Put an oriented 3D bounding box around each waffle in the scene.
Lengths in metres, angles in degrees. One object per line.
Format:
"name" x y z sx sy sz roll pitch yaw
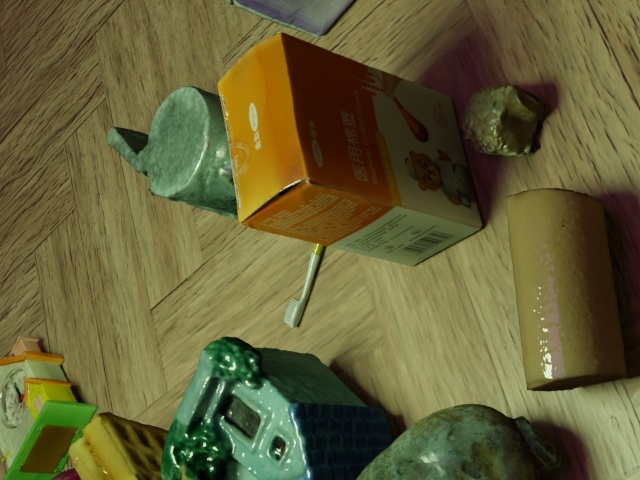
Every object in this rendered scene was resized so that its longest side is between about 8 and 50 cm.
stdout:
"waffle" -0.240 0.418 1.860 0.098 0.224 0.328 -52 46 13

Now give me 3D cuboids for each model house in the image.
"model house" -0.029 0.343 1.649 0.329 0.251 0.295 36 107 39

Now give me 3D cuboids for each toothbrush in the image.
"toothbrush" 0.000 0.000 1.855 0.024 0.021 0.288 26 99 38

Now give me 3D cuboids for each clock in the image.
"clock" -0.570 0.323 2.329 0.220 0.106 0.255 -59 44 19

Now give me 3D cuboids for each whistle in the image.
"whistle" -0.217 -0.133 2.022 0.404 0.168 0.188 -12 70 50

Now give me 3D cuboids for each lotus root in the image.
"lotus root" 0.122 0.325 1.463 0.349 0.175 0.175 -38 49 1

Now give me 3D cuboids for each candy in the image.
"candy" 0.241 -0.160 1.599 0.110 0.085 0.095 25 90 59

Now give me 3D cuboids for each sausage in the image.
"sausage" 0.294 0.053 1.446 0.123 0.123 0.253 -21 66 43

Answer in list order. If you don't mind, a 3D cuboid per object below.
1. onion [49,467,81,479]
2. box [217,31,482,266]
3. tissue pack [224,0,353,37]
"onion" -0.402 0.511 2.010 0.230 0.272 0.256 -20 45 57
"box" 0.039 -0.113 1.603 0.143 0.341 0.225 -31 58 38
"tissue pack" -0.008 -0.496 1.830 0.338 0.242 0.160 -45 48 30
